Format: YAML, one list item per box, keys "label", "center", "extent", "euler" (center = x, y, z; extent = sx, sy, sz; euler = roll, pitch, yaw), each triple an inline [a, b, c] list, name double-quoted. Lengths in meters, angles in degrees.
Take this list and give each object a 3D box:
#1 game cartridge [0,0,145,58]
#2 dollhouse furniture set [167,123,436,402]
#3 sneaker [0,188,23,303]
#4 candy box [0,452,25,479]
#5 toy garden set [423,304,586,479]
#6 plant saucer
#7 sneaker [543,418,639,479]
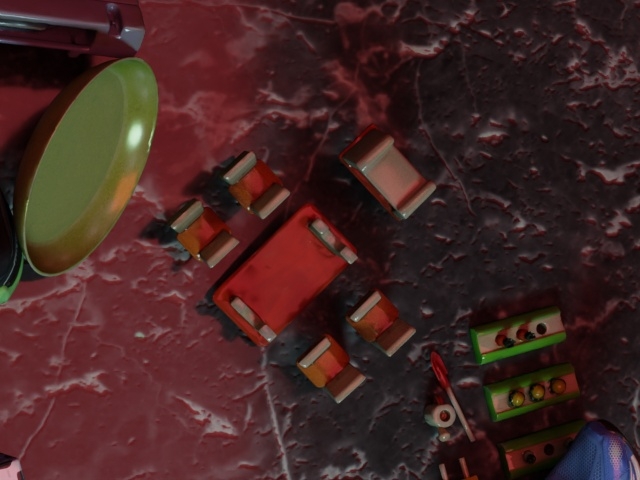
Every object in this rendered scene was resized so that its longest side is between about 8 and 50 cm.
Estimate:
- label: "game cartridge"
  center: [-0.365, -0.293, 1.798]
  extent: [0.355, 0.068, 0.230]
  euler: [4, 46, -27]
- label: "dollhouse furniture set"
  center: [0.000, 0.000, 1.954]
  extent: [0.259, 0.135, 0.262]
  euler: [-44, 99, -4]
- label: "sneaker"
  center: [-0.446, -0.137, 1.762]
  extent: [0.185, 0.202, 0.483]
  euler: [-42, 99, -16]
- label: "candy box"
  center: [-0.391, 0.273, 1.773]
  extent: [0.196, 0.165, 0.070]
  euler: [-17, 91, -18]
- label: "toy garden set"
  center: [0.209, 0.215, 2.026]
  extent: [0.204, 0.049, 0.244]
  euler: [-14, 91, -18]
- label: "plant saucer"
  center: [-0.243, -0.080, 1.827]
  extent: [0.037, 0.241, 0.241]
  euler: [26, 78, 17]
- label: "sneaker"
  center: [0.229, 0.339, 1.941]
  extent: [0.147, 0.130, 0.330]
  euler: [25, 96, -29]
